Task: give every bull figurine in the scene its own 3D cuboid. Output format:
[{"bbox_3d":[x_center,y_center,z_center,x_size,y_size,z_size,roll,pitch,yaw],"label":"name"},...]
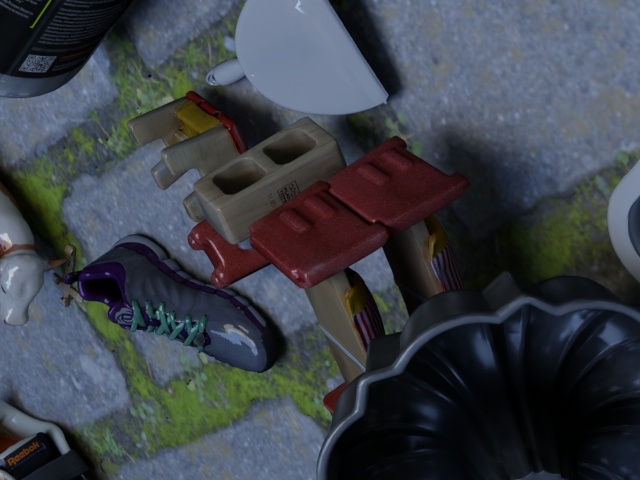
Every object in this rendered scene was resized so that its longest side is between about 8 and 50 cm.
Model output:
[{"bbox_3d":[-0.400,-0.034,1.803,0.310,0.101,0.188,57,142,5],"label":"bull figurine"}]

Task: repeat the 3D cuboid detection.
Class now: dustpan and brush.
[{"bbox_3d":[-0.040,-0.160,1.428,0.211,0.060,0.147,-20,111,41],"label":"dustpan and brush"}]

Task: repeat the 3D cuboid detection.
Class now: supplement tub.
[{"bbox_3d":[-0.231,-0.279,1.435,0.193,0.194,0.316,55,138,6],"label":"supplement tub"}]

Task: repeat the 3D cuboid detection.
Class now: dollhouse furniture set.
[{"bbox_3d":[0.000,0.000,1.415,0.374,0.152,0.201,40,157,54],"label":"dollhouse furniture set"}]

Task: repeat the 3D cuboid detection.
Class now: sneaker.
[{"bbox_3d":[-0.314,0.306,1.892,0.321,0.126,0.127,37,139,26],"label":"sneaker"},{"bbox_3d":[-0.148,0.080,1.625,0.224,0.098,0.083,30,130,30],"label":"sneaker"}]

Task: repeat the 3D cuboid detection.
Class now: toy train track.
[{"bbox_3d":[-0.277,0.040,1.791,0.048,0.014,0.083,34,132,25],"label":"toy train track"}]

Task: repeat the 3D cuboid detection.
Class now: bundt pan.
[{"bbox_3d":[0.151,0.164,1.236,0.124,0.331,0.330,-102,11,-65],"label":"bundt pan"}]

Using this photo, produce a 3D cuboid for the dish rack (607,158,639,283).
[{"bbox_3d":[0.379,0.017,1.103,0.333,0.072,0.285,49,136,12],"label":"dish rack"}]
